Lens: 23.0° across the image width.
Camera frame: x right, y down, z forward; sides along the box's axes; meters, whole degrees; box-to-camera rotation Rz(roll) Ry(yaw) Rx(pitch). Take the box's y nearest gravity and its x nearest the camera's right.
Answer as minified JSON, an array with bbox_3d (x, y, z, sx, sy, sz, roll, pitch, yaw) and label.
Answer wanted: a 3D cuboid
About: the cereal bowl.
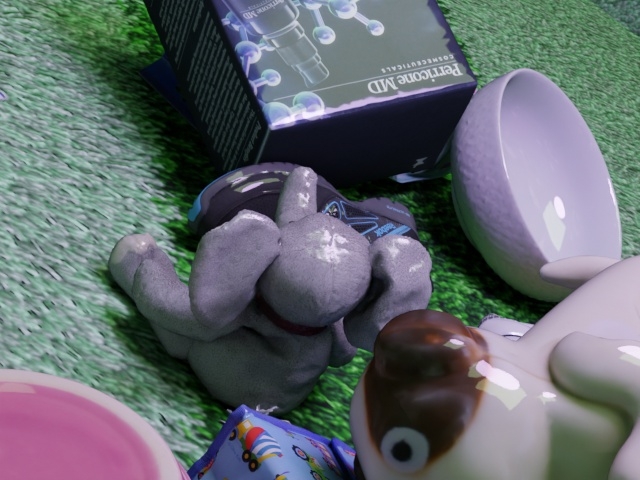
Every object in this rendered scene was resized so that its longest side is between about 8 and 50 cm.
[{"bbox_3d":[0.289,-0.066,2.254,0.339,0.141,0.339,30,50,-43],"label":"cereal bowl"}]

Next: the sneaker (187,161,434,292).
[{"bbox_3d":[0.000,0.000,1.928,0.341,0.125,0.139,10,40,-33],"label":"sneaker"}]

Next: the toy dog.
[{"bbox_3d":[0.228,0.147,1.444,0.408,0.284,0.395,-10,52,-21],"label":"toy dog"}]

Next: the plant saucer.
[{"bbox_3d":[-0.244,0.210,1.297,0.332,0.084,0.332,16,27,-8],"label":"plant saucer"}]

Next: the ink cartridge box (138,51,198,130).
[{"bbox_3d":[-0.077,-0.277,2.203,0.333,0.065,0.165,-35,67,-28],"label":"ink cartridge box"}]

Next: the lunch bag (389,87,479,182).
[{"bbox_3d":[0.095,-0.194,2.310,0.223,0.160,0.262,40,32,21],"label":"lunch bag"}]

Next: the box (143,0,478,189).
[{"bbox_3d":[-0.030,-0.274,2.042,0.294,0.212,0.395,-15,66,-23],"label":"box"}]

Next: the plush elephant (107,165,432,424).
[{"bbox_3d":[-0.042,0.047,1.658,0.272,0.255,0.330,17,31,-27],"label":"plush elephant"}]

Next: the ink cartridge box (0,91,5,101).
[{"bbox_3d":[-0.570,-0.213,1.742,0.324,0.071,0.330,41,25,17],"label":"ink cartridge box"}]

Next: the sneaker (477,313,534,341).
[{"bbox_3d":[0.288,0.150,1.823,0.235,0.090,0.095,26,18,-14],"label":"sneaker"}]

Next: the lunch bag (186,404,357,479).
[{"bbox_3d":[0.029,0.298,1.495,0.293,0.138,0.221,19,26,-49],"label":"lunch bag"}]
